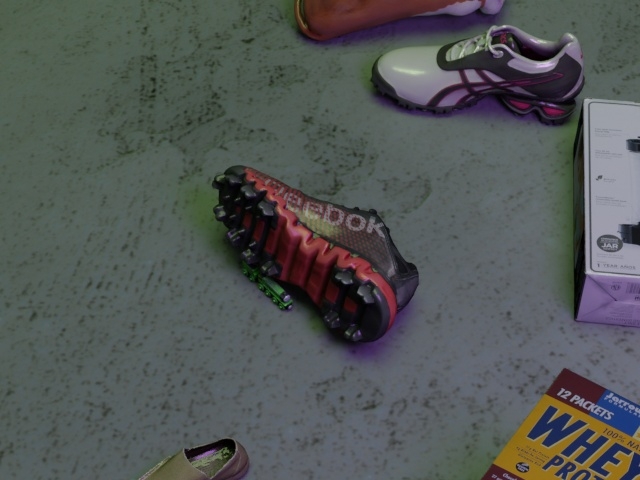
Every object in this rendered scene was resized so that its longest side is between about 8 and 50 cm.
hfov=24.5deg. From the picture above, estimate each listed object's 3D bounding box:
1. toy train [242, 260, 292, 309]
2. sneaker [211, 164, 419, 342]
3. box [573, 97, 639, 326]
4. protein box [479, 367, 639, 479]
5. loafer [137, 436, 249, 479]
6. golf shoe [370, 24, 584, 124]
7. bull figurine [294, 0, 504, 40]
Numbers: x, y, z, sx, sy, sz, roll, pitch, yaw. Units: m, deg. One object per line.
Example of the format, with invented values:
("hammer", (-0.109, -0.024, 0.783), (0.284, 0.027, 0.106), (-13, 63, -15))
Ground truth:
("toy train", (-0.061, 0.049, 1.689), (0.017, 0.023, 0.083), (-32, 56, -26))
("sneaker", (0.000, 0.000, 1.673), (0.276, 0.097, 0.135), (38, 42, 22))
("box", (0.386, -0.035, 1.728), (0.169, 0.087, 0.290), (4, 49, 3))
("protein box", (0.224, 0.270, 1.361), (0.136, 0.201, 0.200), (26, 45, 21))
("loafer", (-0.141, 0.239, 1.499), (0.148, 0.050, 0.056), (-28, 54, -24))
("golf shoe", (0.201, -0.229, 1.880), (0.273, 0.120, 0.105), (4, 50, 5))
("bull figurine", (0.109, -0.370, 1.976), (0.310, 0.101, 0.188), (-15, 95, -5))
